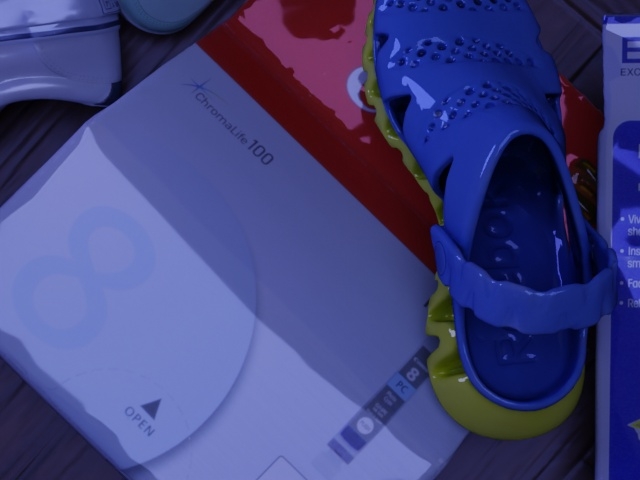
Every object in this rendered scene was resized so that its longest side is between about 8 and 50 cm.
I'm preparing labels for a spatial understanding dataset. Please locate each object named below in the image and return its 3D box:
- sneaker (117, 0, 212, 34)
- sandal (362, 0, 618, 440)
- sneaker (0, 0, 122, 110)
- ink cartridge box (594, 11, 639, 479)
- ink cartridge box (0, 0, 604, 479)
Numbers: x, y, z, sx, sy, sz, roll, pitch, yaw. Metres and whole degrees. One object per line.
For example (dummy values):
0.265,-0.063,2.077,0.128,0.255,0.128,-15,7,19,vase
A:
-0.053,-0.206,0.975,0.094,0.151,0.256,14,124,-28,sneaker
0.110,-0.046,0.971,0.126,0.138,0.317,-11,76,-12,sandal
-0.253,-0.104,1.039,0.258,0.094,0.091,-8,100,6,sneaker
0.320,0.016,0.978,0.304,0.072,0.307,1,95,10,ink cartridge box
0.000,0.000,1.031,0.308,0.091,0.385,44,88,3,ink cartridge box
